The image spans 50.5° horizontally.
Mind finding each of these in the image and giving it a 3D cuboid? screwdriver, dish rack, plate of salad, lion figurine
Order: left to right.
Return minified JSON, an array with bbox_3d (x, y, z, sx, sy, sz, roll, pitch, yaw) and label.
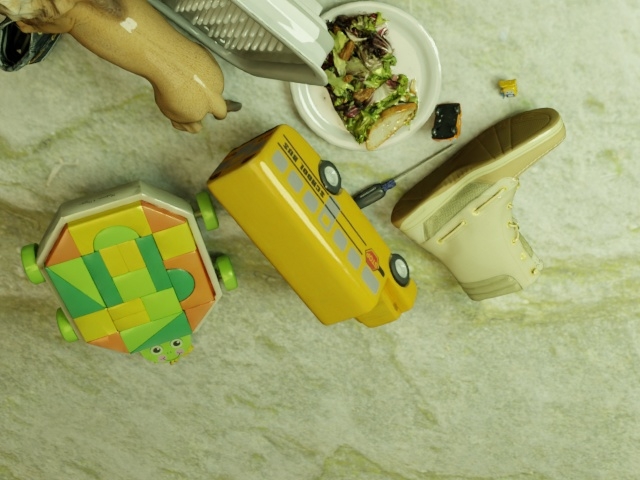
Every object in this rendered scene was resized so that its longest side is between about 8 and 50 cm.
[{"bbox_3d":[-0.215,-0.223,0.741,0.392,0.240,0.142,22,94,-31],"label":"lion figurine"},{"bbox_3d":[-0.144,-0.288,0.711,0.333,0.285,0.072,33,88,-31],"label":"dish rack"},{"bbox_3d":[0.057,-0.205,0.879,0.200,0.048,0.200,2,121,4],"label":"plate of salad"},{"bbox_3d":[0.116,-0.089,0.954,0.170,0.025,0.024,-29,114,22],"label":"screwdriver"}]

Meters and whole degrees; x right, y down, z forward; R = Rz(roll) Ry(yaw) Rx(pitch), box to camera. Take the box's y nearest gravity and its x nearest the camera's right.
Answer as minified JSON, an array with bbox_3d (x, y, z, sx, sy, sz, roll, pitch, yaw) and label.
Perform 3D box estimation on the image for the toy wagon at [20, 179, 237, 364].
[{"bbox_3d":[-0.259,0.075,1.006,0.267,0.068,0.344,-18,127,-7],"label":"toy wagon"}]

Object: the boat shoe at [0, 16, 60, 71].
[{"bbox_3d":[-0.338,-0.286,0.831,0.065,0.083,0.183,31,118,-13],"label":"boat shoe"}]

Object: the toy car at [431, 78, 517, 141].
[{"bbox_3d":[0.205,-0.161,0.890,0.122,0.060,0.040,-16,149,21],"label":"toy car"}]

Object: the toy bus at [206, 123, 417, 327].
[{"bbox_3d":[0.000,0.000,0.942,0.108,0.130,0.332,-22,117,34],"label":"toy bus"}]

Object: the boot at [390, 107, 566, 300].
[{"bbox_3d":[0.256,-0.039,0.931,0.262,0.095,0.203,-37,110,24],"label":"boot"}]
